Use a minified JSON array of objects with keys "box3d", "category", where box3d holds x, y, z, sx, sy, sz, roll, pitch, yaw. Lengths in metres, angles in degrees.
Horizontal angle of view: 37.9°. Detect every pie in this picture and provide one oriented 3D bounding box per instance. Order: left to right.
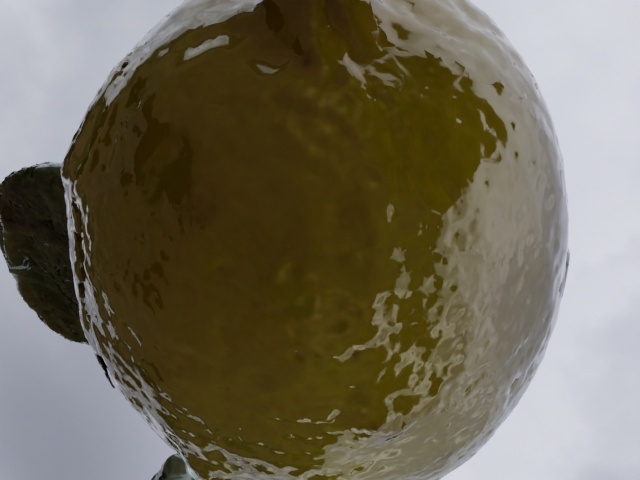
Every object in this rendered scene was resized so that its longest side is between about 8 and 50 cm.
[{"box3d":[-0.263,0.028,1.092,0.277,0.078,0.277,16,-49,20],"category":"pie"}]

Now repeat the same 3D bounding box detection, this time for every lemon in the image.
[{"box3d":[0.000,-0.002,0.472,0.260,0.284,0.260,-11,-123,17],"category":"lemon"}]

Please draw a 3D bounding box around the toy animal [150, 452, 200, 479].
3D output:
[{"box3d":[-0.095,0.313,0.921,0.121,0.094,0.225,-31,-86,26],"category":"toy animal"}]
